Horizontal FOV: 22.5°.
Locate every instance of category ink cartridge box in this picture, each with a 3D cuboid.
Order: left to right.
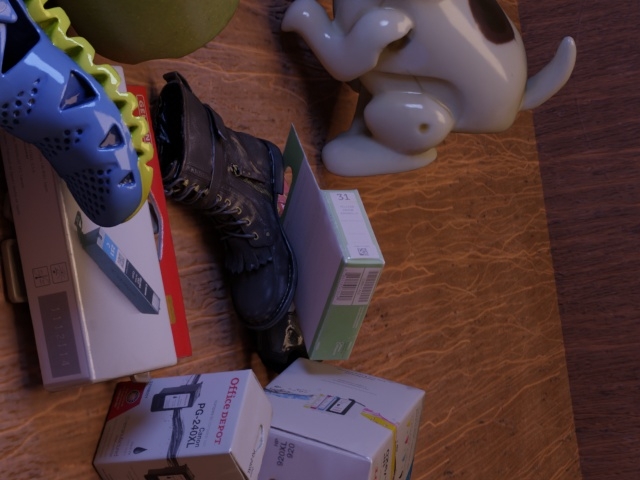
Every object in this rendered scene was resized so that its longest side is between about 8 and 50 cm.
[{"bbox_3d":[-0.193,-0.019,1.556,0.261,0.066,0.296,-8,87,-62],"label":"ink cartridge box"},{"bbox_3d":[-0.133,0.191,1.590,0.109,0.150,0.063,-77,152,-44],"label":"ink cartridge box"},{"bbox_3d":[0.000,0.000,1.899,0.171,0.056,0.235,108,-26,-42],"label":"ink cartridge box"},{"bbox_3d":[0.001,0.263,1.846,0.232,0.168,0.171,-36,138,-67],"label":"ink cartridge box"}]

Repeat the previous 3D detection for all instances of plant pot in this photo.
[{"bbox_3d":[-0.185,-0.311,1.530,0.254,0.276,0.276,72,19,-56],"label":"plant pot"}]

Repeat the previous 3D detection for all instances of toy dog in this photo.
[{"bbox_3d":[0.133,-0.318,2.194,0.284,0.395,0.408,-65,152,-42],"label":"toy dog"}]

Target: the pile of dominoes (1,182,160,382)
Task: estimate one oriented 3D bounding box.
[{"bbox_3d":[-0.239,0.014,1.569,0.251,0.040,0.196,41,45,-50],"label":"pile of dominoes"}]

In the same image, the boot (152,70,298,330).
[{"bbox_3d":[-0.122,-0.040,1.834,0.229,0.091,0.263,26,54,-60],"label":"boot"}]

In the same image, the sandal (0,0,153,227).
[{"bbox_3d":[-0.262,-0.140,1.351,0.138,0.126,0.317,-39,99,-35],"label":"sandal"}]

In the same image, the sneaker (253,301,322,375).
[{"bbox_3d":[-0.024,0.133,2.033,0.234,0.078,0.106,26,61,-62],"label":"sneaker"}]

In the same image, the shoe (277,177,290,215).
[{"bbox_3d":[-0.036,-0.037,2.044,0.063,0.081,0.178,15,69,-69],"label":"shoe"}]
